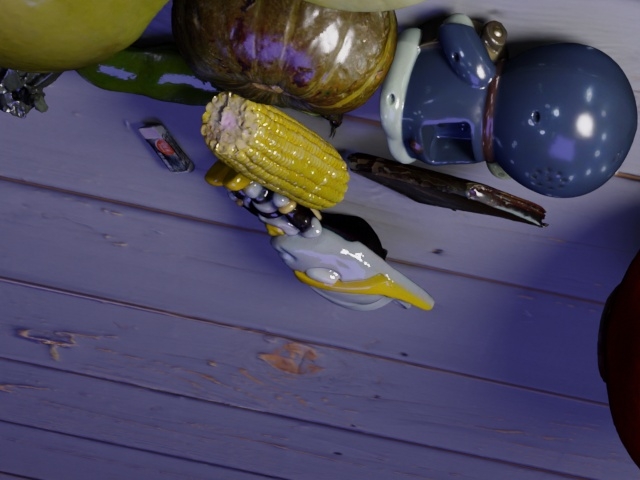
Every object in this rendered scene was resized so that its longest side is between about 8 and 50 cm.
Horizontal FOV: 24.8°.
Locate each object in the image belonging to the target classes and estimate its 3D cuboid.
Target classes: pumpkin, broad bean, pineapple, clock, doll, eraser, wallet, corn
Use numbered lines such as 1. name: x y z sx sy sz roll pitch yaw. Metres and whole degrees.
1. pumpkin: -0.030 -0.209 1.357 0.219 0.162 0.219 19 174 2
2. broad bean: -0.124 -0.164 1.550 0.318 0.056 0.098 16 148 -11
3. pineapple: -0.359 -0.211 1.500 0.111 0.119 0.237 -40 137 3
4. clock: 0.190 -0.124 1.435 0.243 0.146 0.199 9 145 18
5. doll: 0.002 0.001 1.734 0.145 0.103 0.316 -18 133 45
6. eraser: -0.179 -0.105 1.696 0.027 0.019 0.099 -4 144 24
7. wallet: 0.134 -0.056 1.561 0.122 0.031 0.232 20 178 -34
8. corn: -0.041 -0.091 1.552 0.081 0.081 0.248 -5 165 25

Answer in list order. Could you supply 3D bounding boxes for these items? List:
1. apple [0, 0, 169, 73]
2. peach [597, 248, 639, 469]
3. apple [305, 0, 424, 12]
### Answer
1. apple: -0.253 -0.268 1.254 0.258 0.233 0.295 41 141 -23
2. peach: 0.458 0.127 1.565 0.310 0.335 0.406 20 159 28
3. apple: 0.006 -0.313 1.055 0.320 0.311 0.360 56 151 3
